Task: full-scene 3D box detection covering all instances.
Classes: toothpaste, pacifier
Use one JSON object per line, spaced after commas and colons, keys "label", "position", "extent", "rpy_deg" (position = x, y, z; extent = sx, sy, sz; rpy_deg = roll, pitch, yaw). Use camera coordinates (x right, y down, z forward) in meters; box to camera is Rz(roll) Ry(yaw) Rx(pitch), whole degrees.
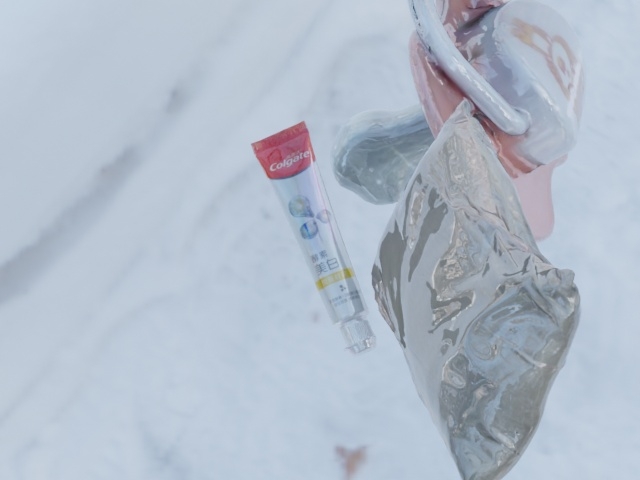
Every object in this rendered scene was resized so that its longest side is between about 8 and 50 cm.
{"label": "toothpaste", "position": [0.000, 0.000, 1.398], "extent": [0.048, 0.031, 0.190], "rpy_deg": [-23, 80, 8]}
{"label": "pacifier", "position": [0.144, -0.125, 1.670], "extent": [0.220, 0.332, 0.273], "rpy_deg": [22, 125, 0]}

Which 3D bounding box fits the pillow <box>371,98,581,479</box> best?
{"label": "pillow", "position": [0.108, 0.034, 1.264], "extent": [0.173, 0.067, 0.270], "rpy_deg": [-61, 28, 23]}
